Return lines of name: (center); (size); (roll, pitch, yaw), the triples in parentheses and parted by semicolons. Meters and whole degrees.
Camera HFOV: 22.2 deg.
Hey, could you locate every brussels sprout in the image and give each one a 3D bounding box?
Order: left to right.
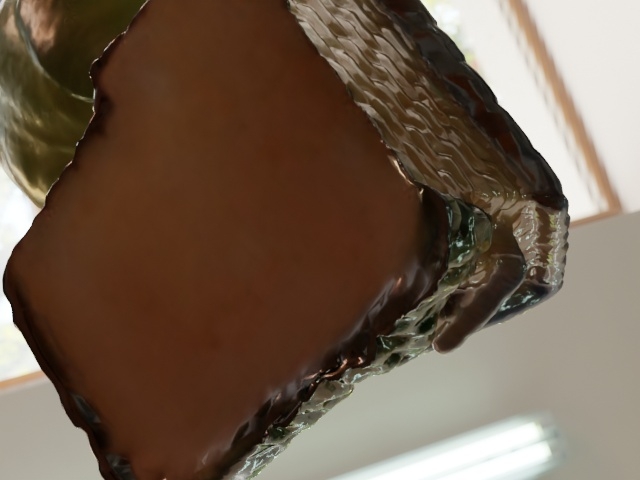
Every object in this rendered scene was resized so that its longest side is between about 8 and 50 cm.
brussels sprout: (-0.128, -0.148, 1.446); (0.355, 0.289, 0.281); (21, -63, 46)

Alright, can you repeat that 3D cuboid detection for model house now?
model house: (0.000, 0.000, 0.647); (0.183, 0.172, 0.166); (-47, -115, 26)
